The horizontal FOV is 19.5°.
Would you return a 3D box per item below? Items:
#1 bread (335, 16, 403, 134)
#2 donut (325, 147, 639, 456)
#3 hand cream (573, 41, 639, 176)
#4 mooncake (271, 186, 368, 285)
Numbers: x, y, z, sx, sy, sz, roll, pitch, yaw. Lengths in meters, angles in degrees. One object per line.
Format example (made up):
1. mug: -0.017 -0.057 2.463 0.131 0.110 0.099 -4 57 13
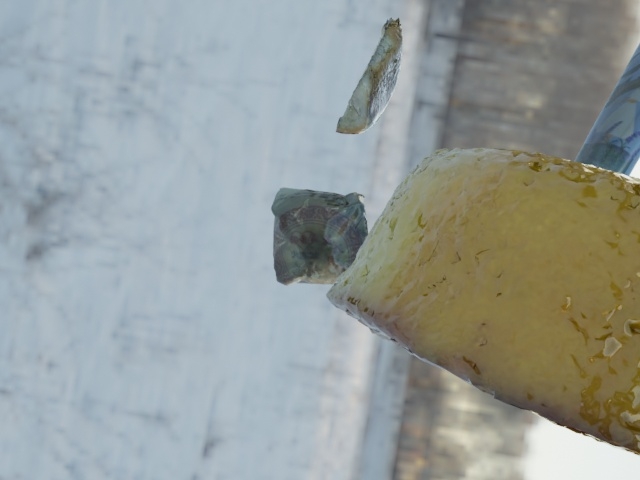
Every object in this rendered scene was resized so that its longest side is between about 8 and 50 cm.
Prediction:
1. bread: 0.063 -0.182 2.141 0.129 0.044 0.126 -60 174 -35
2. donut: 0.198 0.047 1.302 0.435 0.378 0.163 22 91 -62
3. hand cream: 0.345 -0.143 2.046 0.058 0.091 0.271 52 58 -35
4. mooncake: 0.000 0.000 2.376 0.073 0.125 0.130 -64 154 -57
